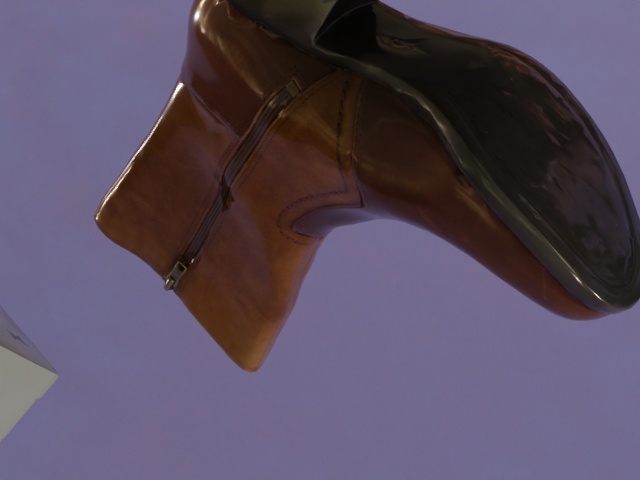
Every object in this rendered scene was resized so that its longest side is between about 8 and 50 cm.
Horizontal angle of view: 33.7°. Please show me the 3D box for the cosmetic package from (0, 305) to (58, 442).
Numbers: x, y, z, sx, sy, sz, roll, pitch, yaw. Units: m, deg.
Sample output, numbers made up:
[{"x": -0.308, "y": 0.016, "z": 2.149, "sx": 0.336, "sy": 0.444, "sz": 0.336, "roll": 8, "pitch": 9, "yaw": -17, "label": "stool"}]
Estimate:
[{"x": -0.362, "y": 0.071, "z": 0.633, "sx": 0.284, "sy": 0.097, "sz": 0.377, "roll": -49, "pitch": -128, "yaw": -5, "label": "cosmetic package"}]

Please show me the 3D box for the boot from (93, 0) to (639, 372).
[{"x": 0.000, "y": 0.000, "z": 0.563, "sx": 0.264, "sy": 0.280, "sz": 0.096, "roll": 40, "pitch": -135, "yaw": 5, "label": "boot"}]
